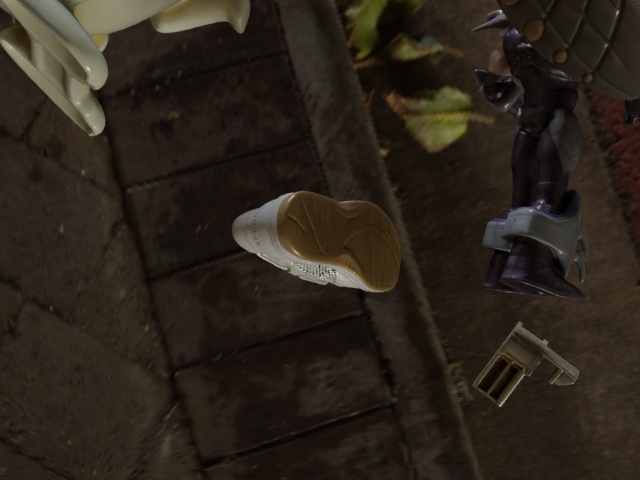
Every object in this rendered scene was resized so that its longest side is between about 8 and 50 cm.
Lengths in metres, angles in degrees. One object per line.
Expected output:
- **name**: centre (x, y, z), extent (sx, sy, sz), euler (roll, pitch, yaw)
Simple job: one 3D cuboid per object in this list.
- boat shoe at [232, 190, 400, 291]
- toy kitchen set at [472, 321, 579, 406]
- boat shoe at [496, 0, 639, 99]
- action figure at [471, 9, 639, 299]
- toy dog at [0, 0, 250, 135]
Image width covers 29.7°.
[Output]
- **boat shoe**: centre (0.000, 0.000, 1.367), extent (0.096, 0.277, 0.098), euler (-4, 75, 31)
- **toy kitchen set**: centre (0.180, 0.126, 1.075), extent (0.068, 0.083, 0.075), euler (37, 104, 9)
- **boat shoe**: centre (0.170, -0.254, 0.879), extent (0.116, 0.123, 0.324), euler (-41, 100, -31)
- **action figure**: centre (0.192, -0.095, 1.016), extent (0.099, 0.185, 0.285), euler (8, 88, -23)
- **toy dog**: centre (-0.220, -0.381, 1.402), extent (0.395, 0.284, 0.408), euler (45, 75, 8)
